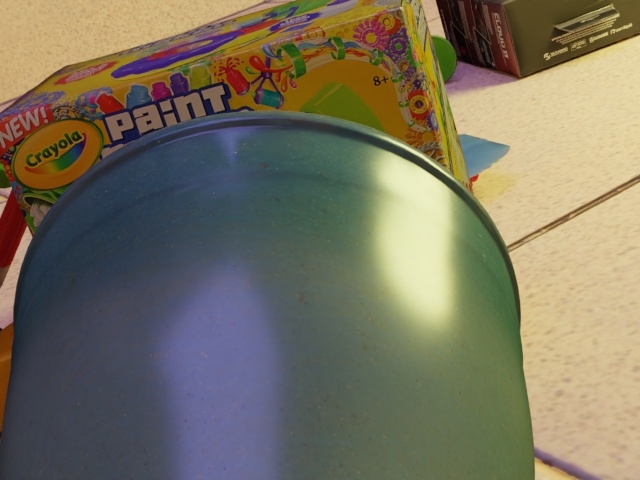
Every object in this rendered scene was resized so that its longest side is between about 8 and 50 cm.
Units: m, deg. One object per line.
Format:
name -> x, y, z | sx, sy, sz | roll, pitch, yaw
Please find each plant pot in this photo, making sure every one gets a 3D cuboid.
plant pot -> -0.023, 0.119, 0.524 | 0.272, 0.271, 0.255 | -15, 33, 8

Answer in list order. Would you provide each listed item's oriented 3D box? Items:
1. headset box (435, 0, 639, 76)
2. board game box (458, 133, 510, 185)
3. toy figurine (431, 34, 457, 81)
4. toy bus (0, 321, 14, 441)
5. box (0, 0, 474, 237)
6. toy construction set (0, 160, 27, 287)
headset box -> 0.320, -0.330, 1.657 | 0.218, 0.110, 0.293 | -22, 19, -10
board game box -> 0.124, -0.067, 1.221 | 0.133, 0.033, 0.169 | -25, 20, -16
toy figurine -> 0.139, -0.290, 1.740 | 0.173, 0.130, 0.159 | 13, 19, 17
toy bus -> -0.167, 0.104, 0.762 | 0.333, 0.130, 0.108 | -25, 12, 15
box -> -0.038, -0.019, 0.859 | 0.290, 0.279, 0.177 | -14, 19, 12
toy construction set -> -0.209, -0.004, 1.135 | 0.309, 0.257, 0.237 | -15, -33, -47
